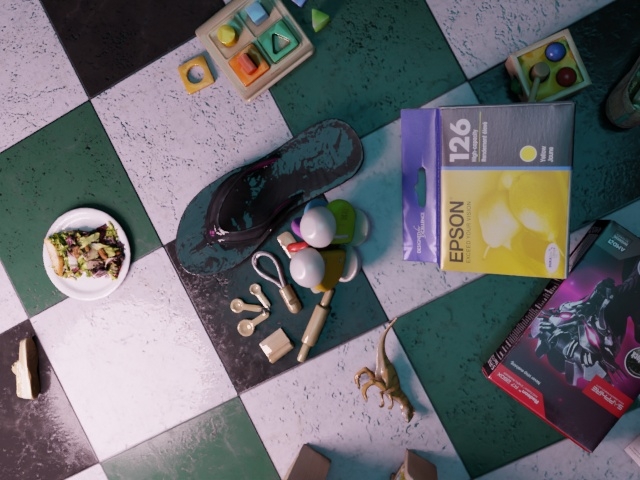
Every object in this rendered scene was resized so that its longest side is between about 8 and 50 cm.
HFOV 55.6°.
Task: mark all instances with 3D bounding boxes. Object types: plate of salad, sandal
[{"bbox_3d":[-0.503,0.030,1.290,0.200,0.048,0.199,0,91,9],"label":"plate of salad"},{"bbox_3d":[-0.119,-0.092,1.197,0.446,0.107,0.167,-37,87,7],"label":"sandal"}]

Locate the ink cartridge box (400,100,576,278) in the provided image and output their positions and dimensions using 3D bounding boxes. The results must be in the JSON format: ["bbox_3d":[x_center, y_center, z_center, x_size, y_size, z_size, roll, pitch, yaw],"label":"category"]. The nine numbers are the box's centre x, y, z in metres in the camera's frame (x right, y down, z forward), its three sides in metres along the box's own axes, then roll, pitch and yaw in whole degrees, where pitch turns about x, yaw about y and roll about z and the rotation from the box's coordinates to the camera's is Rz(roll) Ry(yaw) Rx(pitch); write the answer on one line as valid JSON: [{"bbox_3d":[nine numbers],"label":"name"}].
[{"bbox_3d":[0.290,-0.092,1.097,0.307,0.072,0.303,2,103,21],"label":"ink cartridge box"}]

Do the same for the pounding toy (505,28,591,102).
[{"bbox_3d":[0.407,-0.295,1.115,0.141,0.100,0.130,-23,88,9],"label":"pounding toy"}]

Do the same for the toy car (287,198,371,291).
[{"bbox_3d":[0.000,0.000,1.168,0.136,0.159,0.181,27,110,38],"label":"toy car"}]

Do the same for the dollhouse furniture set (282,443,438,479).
[{"bbox_3d":[0.079,0.583,1.115,0.394,0.256,0.362,30,96,7],"label":"dollhouse furniture set"}]

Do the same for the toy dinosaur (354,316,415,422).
[{"bbox_3d":[0.125,0.262,1.205,0.112,0.064,0.211,-20,98,-9],"label":"toy dinosaur"}]

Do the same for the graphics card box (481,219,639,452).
[{"bbox_3d":[0.506,0.172,1.120,0.233,0.094,0.371,37,96,6],"label":"graphics card box"}]

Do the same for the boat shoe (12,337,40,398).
[{"bbox_3d":[-0.644,0.279,1.318,0.045,0.050,0.135,-3,91,3],"label":"boat shoe"}]

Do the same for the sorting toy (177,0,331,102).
[{"bbox_3d":[-0.137,-0.405,1.220,0.348,0.047,0.196,-36,86,8],"label":"sorting toy"}]

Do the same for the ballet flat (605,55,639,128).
[{"bbox_3d":[0.636,-0.337,1.076,0.108,0.106,0.316,32,96,6],"label":"ballet flat"}]

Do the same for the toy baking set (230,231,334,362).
[{"bbox_3d":[-0.075,0.122,1.237,0.197,0.030,0.256,28,96,7],"label":"toy baking set"}]

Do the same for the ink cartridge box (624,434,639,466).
[{"bbox_3d":[0.701,0.372,1.096,0.160,0.092,0.219,43,97,5],"label":"ink cartridge box"}]
